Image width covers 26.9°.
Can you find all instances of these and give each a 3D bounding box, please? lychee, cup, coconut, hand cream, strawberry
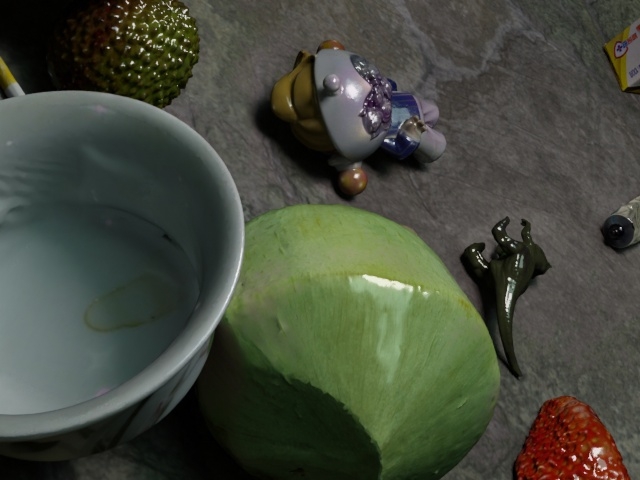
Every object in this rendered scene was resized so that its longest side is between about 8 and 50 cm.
[{"bbox_3d":[-0.207,-0.203,1.441,0.171,0.171,0.171,24,45,-26],"label":"lychee"},{"bbox_3d":[-0.227,0.051,1.155,0.347,0.163,0.347,-3,54,4],"label":"cup"},{"bbox_3d":[0.017,0.117,1.294,0.328,0.281,0.328,57,5,-8],"label":"coconut"},{"bbox_3d":[0.488,-0.041,2.036,0.248,0.052,0.075,-28,102,-55],"label":"hand cream"},{"bbox_3d":[0.315,0.276,1.566,0.175,0.107,0.236,4,56,-41],"label":"strawberry"}]

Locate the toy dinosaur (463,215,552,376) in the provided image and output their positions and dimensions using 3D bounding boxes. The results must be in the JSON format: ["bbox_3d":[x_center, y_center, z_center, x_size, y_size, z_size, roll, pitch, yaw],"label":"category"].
[{"bbox_3d":[0.271,0.059,1.719,0.187,0.087,0.179,-21,73,-47],"label":"toy dinosaur"}]

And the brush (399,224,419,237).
[{"bbox_3d":[0.000,0.000,1.569,0.299,0.042,0.039,0,60,-38],"label":"brush"}]

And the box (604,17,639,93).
[{"bbox_3d":[0.628,-0.350,2.231,0.168,0.265,0.097,1,61,-42],"label":"box"}]

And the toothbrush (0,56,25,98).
[{"bbox_3d":[-0.390,-0.253,1.426,0.024,0.021,0.288,-30,81,-40],"label":"toothbrush"}]

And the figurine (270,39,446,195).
[{"bbox_3d":[0.063,-0.148,1.677,0.274,0.133,0.193,33,52,-38],"label":"figurine"}]
